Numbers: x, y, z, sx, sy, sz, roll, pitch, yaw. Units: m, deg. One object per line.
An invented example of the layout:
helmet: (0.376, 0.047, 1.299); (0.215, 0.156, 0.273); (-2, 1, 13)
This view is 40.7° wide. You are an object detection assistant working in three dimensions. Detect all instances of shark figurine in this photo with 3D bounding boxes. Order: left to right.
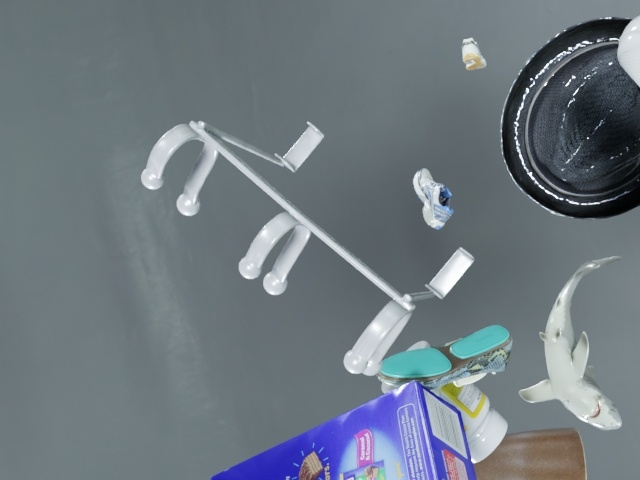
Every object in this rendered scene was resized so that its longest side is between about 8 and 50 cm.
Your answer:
shark figurine: (0.405, 0.164, 1.351); (0.166, 0.116, 0.278); (-22, 58, 48)

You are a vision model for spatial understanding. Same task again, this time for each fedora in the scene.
fedora: (0.439, -0.193, 1.356); (0.334, 0.152, 0.334); (1, 95, 14)

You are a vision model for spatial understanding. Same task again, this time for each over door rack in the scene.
over door rack: (0.000, 0.000, 0.792); (0.239, 0.324, 0.108); (41, 108, 10)

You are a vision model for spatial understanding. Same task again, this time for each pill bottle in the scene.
pill bottle: (0.219, 0.286, 1.515); (0.208, 0.119, 0.119); (42, 132, -3)

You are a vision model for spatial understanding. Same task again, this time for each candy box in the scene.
candy box: (0.026, 0.348, 0.978); (0.317, 0.122, 0.268); (-28, 44, 23)

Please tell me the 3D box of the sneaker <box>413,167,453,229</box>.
sneaker: (0.216, -0.086, 1.595); (0.058, 0.052, 0.135); (-42, 46, 33)

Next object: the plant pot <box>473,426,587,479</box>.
plant pot: (0.365, 0.455, 1.638); (0.230, 0.215, 0.215); (4, 107, 4)

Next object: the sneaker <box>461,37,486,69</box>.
sneaker: (0.230, -0.280, 1.294); (0.032, 0.083, 0.037); (-9, 84, 14)

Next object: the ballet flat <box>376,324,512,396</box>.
ballet flat: (0.160, 0.164, 1.088); (0.070, 0.188, 0.070); (167, 90, -75)

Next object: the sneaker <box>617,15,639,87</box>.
sneaker: (0.375, -0.078, 0.830); (0.292, 0.169, 0.108); (41, 173, 12)
